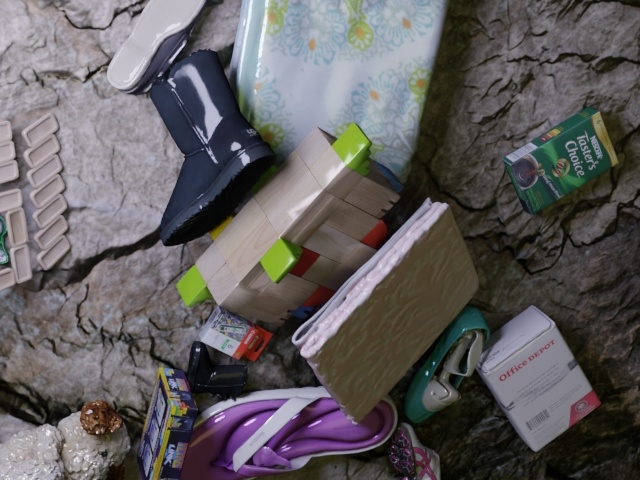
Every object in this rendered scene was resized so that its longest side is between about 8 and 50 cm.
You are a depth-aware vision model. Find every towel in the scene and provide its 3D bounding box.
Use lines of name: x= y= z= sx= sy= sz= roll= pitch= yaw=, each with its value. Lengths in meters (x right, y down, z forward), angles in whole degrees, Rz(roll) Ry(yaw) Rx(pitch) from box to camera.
towel: x=0.024 y=-0.275 z=1.609 sx=0.320 sy=0.090 sz=0.375 roll=6 pitch=108 yaw=-19
towel: x=0.117 y=0.121 z=1.705 sx=0.332 sy=0.053 sz=0.317 roll=-46 pitch=147 yaw=-9

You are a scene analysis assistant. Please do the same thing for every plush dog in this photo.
plush dog: x=-0.414 y=0.354 z=1.684 sx=0.225 sy=0.211 sz=0.262 roll=-21 pitch=144 yaw=-24

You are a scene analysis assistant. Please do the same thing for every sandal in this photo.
sandal: x=-0.059 y=0.339 z=1.807 sx=0.416 sy=0.102 sz=0.169 roll=-13 pitch=113 yaw=-12

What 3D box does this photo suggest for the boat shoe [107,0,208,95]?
boat shoe: x=-0.231 y=-0.300 z=1.547 sx=0.206 sy=0.075 sz=0.065 roll=-51 pitch=159 yaw=0

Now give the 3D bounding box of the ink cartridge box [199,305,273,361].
ink cartridge box: x=-0.139 y=0.162 z=1.755 sx=0.115 sy=0.029 sz=0.063 roll=30 pitch=99 yaw=-24

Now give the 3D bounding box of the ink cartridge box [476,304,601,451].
ink cartridge box: x=0.391 y=0.253 z=1.922 sx=0.158 sy=0.092 sz=0.218 roll=-35 pitch=118 yaw=-2

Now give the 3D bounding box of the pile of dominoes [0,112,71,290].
pile of dominoes: x=-0.466 y=-0.055 z=1.541 sx=0.196 sy=0.040 sz=0.251 roll=-24 pitch=121 yaw=-44

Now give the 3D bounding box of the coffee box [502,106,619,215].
coffee box: x=0.415 y=-0.138 z=1.810 sx=0.184 sy=0.040 sz=0.113 roll=-30 pitch=116 yaw=-5

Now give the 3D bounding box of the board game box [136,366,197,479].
board game box: x=-0.252 y=0.315 z=1.715 sx=0.048 sy=0.141 sz=0.170 roll=11 pitch=106 yaw=-19

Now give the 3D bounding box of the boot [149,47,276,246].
boot: x=-0.191 y=-0.137 z=1.548 sx=0.094 sy=0.207 sz=0.246 roll=-8 pitch=151 yaw=-52

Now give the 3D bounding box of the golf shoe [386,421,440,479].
golf shoe: x=0.178 y=0.404 z=1.936 sx=0.086 sy=0.067 sz=0.186 roll=-35 pitch=119 yaw=-33

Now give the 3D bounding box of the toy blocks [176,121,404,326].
toy blocks: x=0.000 y=0.000 z=1.629 sx=0.381 sy=0.191 sz=0.261 roll=-47 pitch=140 yaw=16

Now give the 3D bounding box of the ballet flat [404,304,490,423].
ballet flat: x=0.226 y=0.234 z=1.865 sx=0.083 sy=0.087 sz=0.247 roll=19 pitch=104 yaw=-30

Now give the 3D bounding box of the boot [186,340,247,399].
boot: x=-0.170 y=0.216 z=1.747 sx=0.099 sy=0.045 sz=0.121 roll=4 pitch=127 yaw=-13

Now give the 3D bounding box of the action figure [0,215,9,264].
action figure: x=-0.541 y=-0.045 z=1.536 sx=0.137 sy=0.063 sz=0.232 roll=-43 pitch=120 yaw=-2
